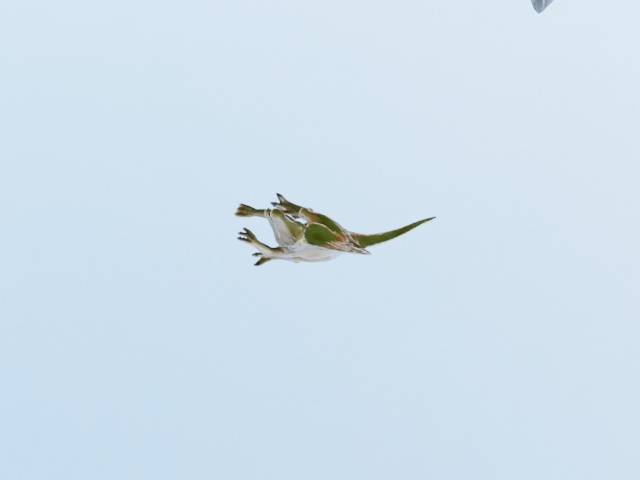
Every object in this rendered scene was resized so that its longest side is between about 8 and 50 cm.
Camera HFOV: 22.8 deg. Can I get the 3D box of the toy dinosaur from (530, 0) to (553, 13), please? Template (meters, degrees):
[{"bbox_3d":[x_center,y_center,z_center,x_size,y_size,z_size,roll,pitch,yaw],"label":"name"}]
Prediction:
[{"bbox_3d":[0.038,-0.185,0.644,0.322,0.164,0.218,-4,179,34],"label":"toy dinosaur"}]

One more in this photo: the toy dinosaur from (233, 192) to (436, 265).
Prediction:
[{"bbox_3d":[0.000,0.000,1.110,0.093,0.053,0.183,12,-173,34],"label":"toy dinosaur"}]
